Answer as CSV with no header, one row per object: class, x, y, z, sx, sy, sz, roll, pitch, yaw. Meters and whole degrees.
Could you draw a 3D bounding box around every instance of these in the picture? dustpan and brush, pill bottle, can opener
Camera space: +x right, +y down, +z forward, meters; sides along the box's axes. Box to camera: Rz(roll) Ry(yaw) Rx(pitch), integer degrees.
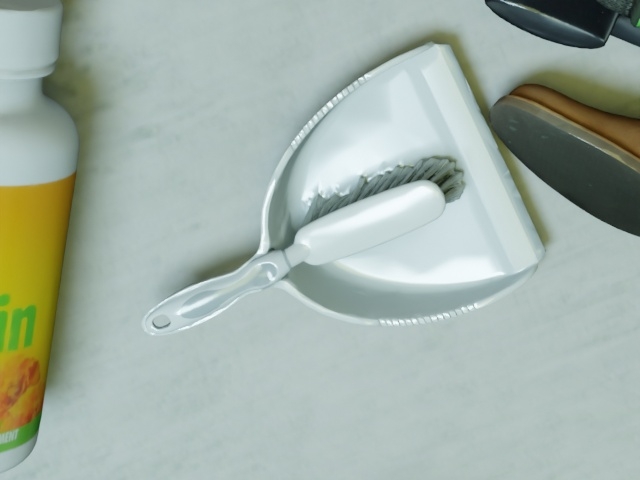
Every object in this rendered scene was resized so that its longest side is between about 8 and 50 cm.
dustpan and brush,0.000,0.000,1.012,0.211,0.060,0.147,-23,106,14
pill bottle,-0.199,-0.011,0.967,0.136,0.136,0.246,9,105,-4
can opener,0.170,-0.121,0.988,0.186,0.059,0.073,18,78,-16

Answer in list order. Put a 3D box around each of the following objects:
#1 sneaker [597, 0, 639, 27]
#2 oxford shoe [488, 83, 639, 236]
sneaker,0.129,-0.339,0.884,0.202,0.185,0.483,-3,103,18
oxford shoe,0.194,-0.042,1.012,0.212,0.076,0.076,24,72,-3
